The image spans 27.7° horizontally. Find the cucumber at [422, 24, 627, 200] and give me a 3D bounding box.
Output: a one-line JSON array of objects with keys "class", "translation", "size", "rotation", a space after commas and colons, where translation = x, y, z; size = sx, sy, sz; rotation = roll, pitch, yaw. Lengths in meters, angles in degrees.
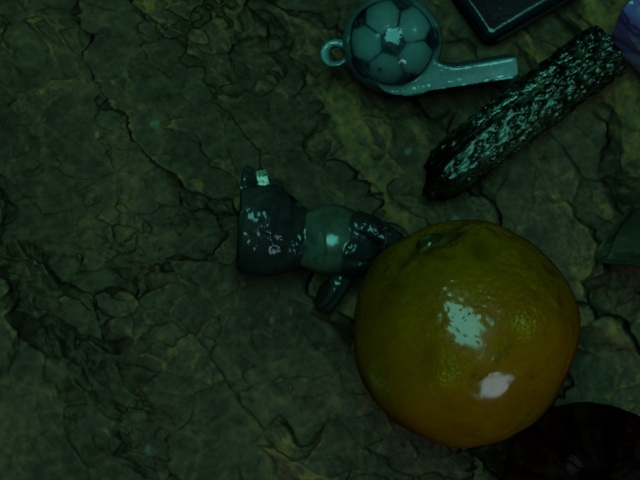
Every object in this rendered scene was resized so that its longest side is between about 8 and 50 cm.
[{"class": "cucumber", "translation": [0.287, -0.181, 1.924], "size": [0.359, 0.096, 0.096], "rotation": [-35, 76, -6]}]

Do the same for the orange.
[{"class": "orange", "translation": [0.192, 0.121, 1.738], "size": [0.312, 0.312, 0.312], "rotation": [-1, 75, 2]}]

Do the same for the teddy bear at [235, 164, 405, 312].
[{"class": "teddy bear", "translation": [-0.017, 0.008, 1.875], "size": [0.251, 0.144, 0.171], "rotation": [17, 111, -9]}]

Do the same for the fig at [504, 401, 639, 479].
[{"class": "fig", "translation": [0.364, 0.324, 1.734], "size": [0.235, 0.214, 0.235], "rotation": [-11, 53, 15]}]

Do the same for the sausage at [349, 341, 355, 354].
[{"class": "sausage", "translation": [0.074, 0.120, 1.883], "size": [0.031, 0.031, 0.107], "rotation": [21, 78, 8]}]

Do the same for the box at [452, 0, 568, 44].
[{"class": "box", "translation": [0.312, -0.415, 2.006], "size": [0.230, 0.050, 0.160], "rotation": [-31, 75, -6]}]

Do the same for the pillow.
[{"class": "pillow", "translation": [0.479, -0.006, 1.822], "size": [0.033, 0.217, 0.130], "rotation": [44, 79, -23]}]

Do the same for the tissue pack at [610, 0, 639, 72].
[{"class": "tissue pack", "translation": [0.626, -0.269, 1.898], "size": [0.242, 0.160, 0.338], "rotation": [-39, 78, -9]}]

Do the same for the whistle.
[{"class": "whistle", "translation": [0.142, -0.296, 1.931], "size": [0.289, 0.163, 0.163], "rotation": [-9, 75, -1]}]
